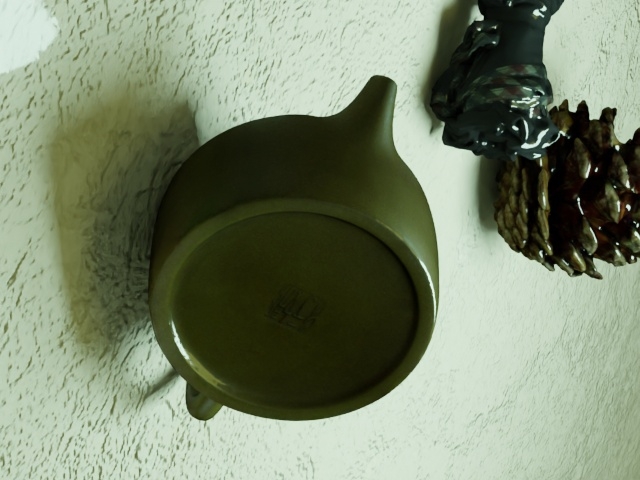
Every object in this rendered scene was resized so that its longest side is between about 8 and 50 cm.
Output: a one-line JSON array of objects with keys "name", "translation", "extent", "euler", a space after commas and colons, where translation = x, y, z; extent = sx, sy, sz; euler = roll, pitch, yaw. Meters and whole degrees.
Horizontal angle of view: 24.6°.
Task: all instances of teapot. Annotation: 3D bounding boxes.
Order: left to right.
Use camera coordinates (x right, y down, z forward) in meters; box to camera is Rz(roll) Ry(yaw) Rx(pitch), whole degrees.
[{"name": "teapot", "translation": [-0.022, 0.008, 0.976], "extent": [0.267, 0.185, 0.175], "euler": [-54, -163, 30]}]

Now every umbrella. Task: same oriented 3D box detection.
[{"name": "umbrella", "translation": [0.177, -0.208, 1.306], "extent": [0.110, 0.122, 0.272], "euler": [171, -64, -71]}]

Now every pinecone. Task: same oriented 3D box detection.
[{"name": "pinecone", "translation": [0.277, -0.048, 1.471], "extent": [0.179, 0.205, 0.184], "euler": [79, 20, -48]}]
